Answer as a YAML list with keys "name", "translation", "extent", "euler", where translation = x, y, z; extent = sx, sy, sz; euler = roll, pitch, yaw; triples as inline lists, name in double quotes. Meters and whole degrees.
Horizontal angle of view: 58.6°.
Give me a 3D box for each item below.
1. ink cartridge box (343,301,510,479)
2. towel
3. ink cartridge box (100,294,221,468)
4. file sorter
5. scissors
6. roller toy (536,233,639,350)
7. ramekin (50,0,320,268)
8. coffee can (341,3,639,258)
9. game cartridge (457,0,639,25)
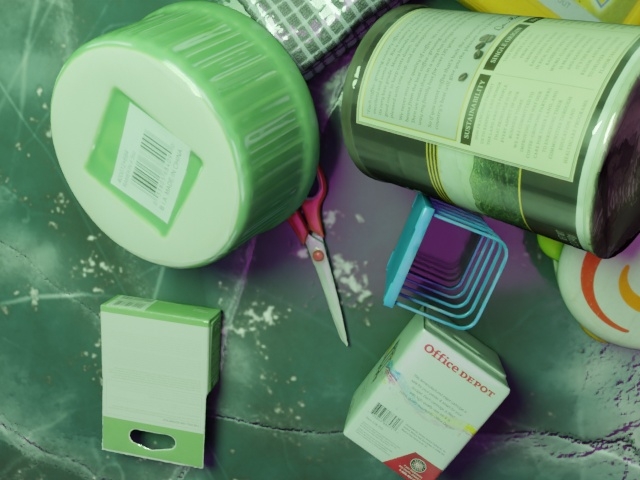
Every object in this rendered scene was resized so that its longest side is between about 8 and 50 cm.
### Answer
- name: "ink cartridge box"
  translation: [0.136, 0.195, 0.741]
  extent: [0.128, 0.127, 0.176]
  euler: [36, 105, 3]
- name: "towel"
  translation: [-0.022, -0.370, 0.672]
  extent: [0.235, 0.121, 0.284]
  euler: [-37, 92, 14]
- name: "ink cartridge box"
  translation: [-0.240, 0.209, 0.853]
  extent: [0.171, 0.056, 0.235]
  euler: [7, 104, 10]
- name: "file sorter"
  translation: [0.147, 0.019, 0.687]
  extent: [0.104, 0.170, 0.118]
  euler: [21, 103, 4]
- name: "scissors"
  translation: [0.000, 0.000, 0.786]
  extent: [0.109, 0.021, 0.297]
  euler: [-30, 92, 12]
- name: "roller toy"
  translation: [0.370, 0.017, 0.656]
  extent: [0.191, 0.146, 0.209]
  euler: [-24, 101, 23]
- name: "ramekin"
  translation: [-0.167, -0.114, 0.678]
  extent: [0.303, 0.148, 0.303]
  euler: [13, 122, 21]
- name: "coffee can"
  translation: [0.186, -0.122, 0.574]
  extent: [0.275, 0.201, 0.201]
  euler: [26, 107, 41]
- name: "game cartridge"
  translation: [0.307, -0.331, 0.604]
  extent: [0.323, 0.053, 0.285]
  euler: [28, 104, -14]
